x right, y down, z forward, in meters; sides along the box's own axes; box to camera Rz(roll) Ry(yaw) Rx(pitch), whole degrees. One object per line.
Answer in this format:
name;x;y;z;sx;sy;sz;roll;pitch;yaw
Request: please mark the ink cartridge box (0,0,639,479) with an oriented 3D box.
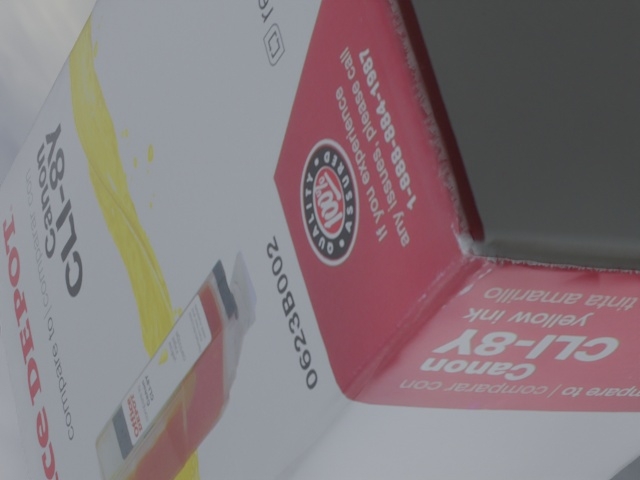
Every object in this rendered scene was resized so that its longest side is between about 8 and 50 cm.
ink cartridge box;0.000;0.000;0.766;0.384;0.160;0.279;-53;44;46
